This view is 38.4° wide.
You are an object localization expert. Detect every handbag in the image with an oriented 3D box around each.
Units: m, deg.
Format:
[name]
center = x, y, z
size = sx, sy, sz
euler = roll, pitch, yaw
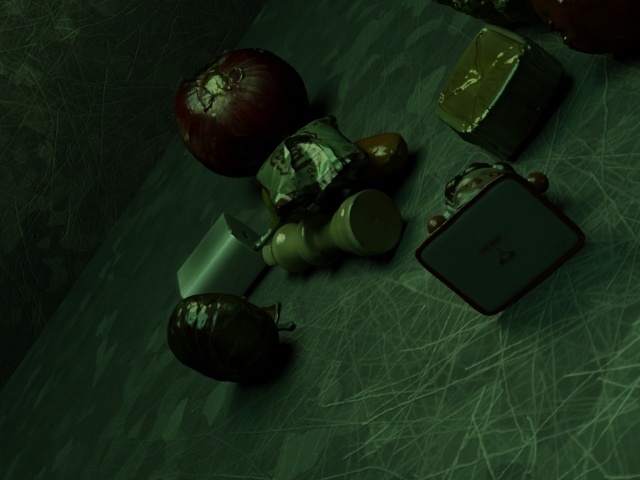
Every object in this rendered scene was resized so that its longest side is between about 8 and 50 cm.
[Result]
[handbag]
center = -0.025, -0.143, 1.762
size = 0.213, 0.127, 0.235
euler = -36, 26, 0

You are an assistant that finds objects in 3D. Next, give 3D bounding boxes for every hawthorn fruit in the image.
[hawthorn fruit]
center = 0.436, -0.393, 1.335
size = 0.253, 0.205, 0.205
euler = -45, 25, 12

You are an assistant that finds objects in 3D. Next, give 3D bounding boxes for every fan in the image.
[fan]
center = -0.108, 0.178, 1.856
size = 0.220, 0.009, 0.132
euler = -17, 46, 57

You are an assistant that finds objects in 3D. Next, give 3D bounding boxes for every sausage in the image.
[sausage]
center = 0.092, -0.156, 1.811
size = 0.238, 0.098, 0.098
euler = -14, 46, 61

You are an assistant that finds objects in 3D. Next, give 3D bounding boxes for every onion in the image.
[onion]
center = -0.187, -0.313, 2.295
size = 0.341, 0.341, 0.341
euler = -43, 26, 27

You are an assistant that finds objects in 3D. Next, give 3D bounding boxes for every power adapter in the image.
[power adapter]
center = -0.241, 0.084, 2.098
size = 0.255, 0.124, 0.187
euler = -52, 22, 9

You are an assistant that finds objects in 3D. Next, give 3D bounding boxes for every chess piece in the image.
[chess piece]
center = 0.000, 0.000, 1.765
size = 0.397, 0.117, 0.117
euler = -19, 42, 58

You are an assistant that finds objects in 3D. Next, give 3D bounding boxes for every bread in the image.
[bread]
center = 0.294, -0.244, 1.512
size = 0.192, 0.110, 0.210
euler = -59, 22, 9

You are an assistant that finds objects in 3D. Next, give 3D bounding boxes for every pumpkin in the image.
[pumpkin]
center = -0.180, 0.173, 1.742
size = 0.219, 0.219, 0.162
euler = -22, 43, 53

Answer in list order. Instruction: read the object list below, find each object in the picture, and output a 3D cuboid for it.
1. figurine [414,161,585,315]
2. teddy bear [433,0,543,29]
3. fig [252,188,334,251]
[figurine]
center = 0.246, -0.045, 1.312
size = 0.183, 0.160, 0.226
euler = -43, 18, 25
[teddy bear]
center = 0.348, -0.456, 1.635
size = 0.267, 0.156, 0.256
euler = -29, 15, -13
[fig]
center = -0.079, -0.089, 1.961
size = 0.231, 0.143, 0.160
euler = -31, -7, 30
